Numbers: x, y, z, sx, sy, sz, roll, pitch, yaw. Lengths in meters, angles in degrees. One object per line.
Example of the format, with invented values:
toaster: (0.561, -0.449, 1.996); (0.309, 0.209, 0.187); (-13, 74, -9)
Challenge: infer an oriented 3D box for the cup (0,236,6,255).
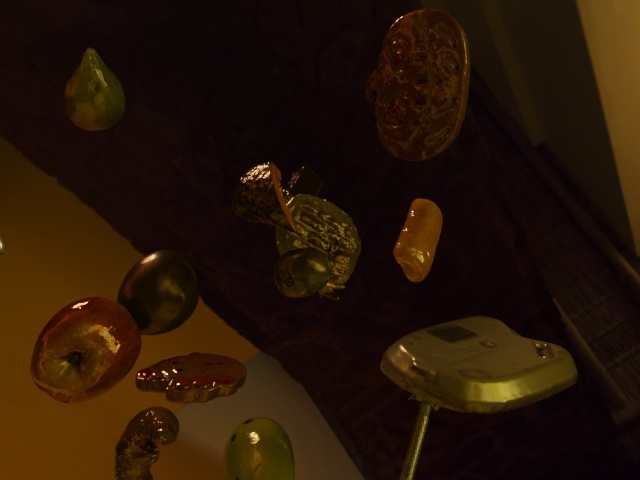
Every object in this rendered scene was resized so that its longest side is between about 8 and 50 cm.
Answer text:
cup: (-0.652, 0.015, 0.742); (0.234, 0.186, 0.258); (-41, -153, -12)

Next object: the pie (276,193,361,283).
pie: (0.000, 0.000, 1.471); (0.071, 0.306, 0.307); (-36, -157, 60)

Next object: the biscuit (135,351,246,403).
biscuit: (-0.451, 0.477, 1.711); (0.358, 0.380, 0.075); (11, -84, 62)

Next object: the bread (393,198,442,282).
bread: (0.311, -0.012, 1.491); (0.091, 0.142, 0.305); (-13, -147, 34)

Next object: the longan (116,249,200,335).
longan: (-0.533, 0.168, 1.594); (0.299, 0.243, 0.300); (-18, -148, 12)

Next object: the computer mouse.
computer mouse: (0.237, 0.188, 0.711); (0.197, 0.330, 0.095); (17, -76, 51)

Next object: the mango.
mango: (-0.129, 0.496, 1.029); (0.175, 0.142, 0.293); (-59, -160, 8)

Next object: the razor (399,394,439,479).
razor: (0.198, 0.418, 0.995); (0.068, 0.106, 0.232); (20, -123, 9)

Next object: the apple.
apple: (-0.685, 0.326, 1.403); (0.250, 0.277, 0.310); (-58, 169, -69)

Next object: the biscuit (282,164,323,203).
biscuit: (-0.071, -0.169, 1.735); (0.070, 0.106, 0.252); (-31, -158, 33)

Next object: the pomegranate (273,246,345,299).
pomegranate: (-0.027, 0.100, 1.284); (0.151, 0.191, 0.131); (-11, -127, 39)

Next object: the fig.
fig: (-0.623, -0.404, 1.357); (0.233, 0.167, 0.167); (-25, -145, 49)

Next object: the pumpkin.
pumpkin: (-0.182, -0.118, 1.334); (0.162, 0.111, 0.279); (-24, -130, 6)

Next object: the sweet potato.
sweet potato: (-0.348, 0.407, 0.966); (0.310, 0.097, 0.124); (-55, -135, 34)

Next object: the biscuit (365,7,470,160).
biscuit: (0.250, -0.418, 1.338); (0.070, 0.395, 0.350); (-15, -161, -39)
